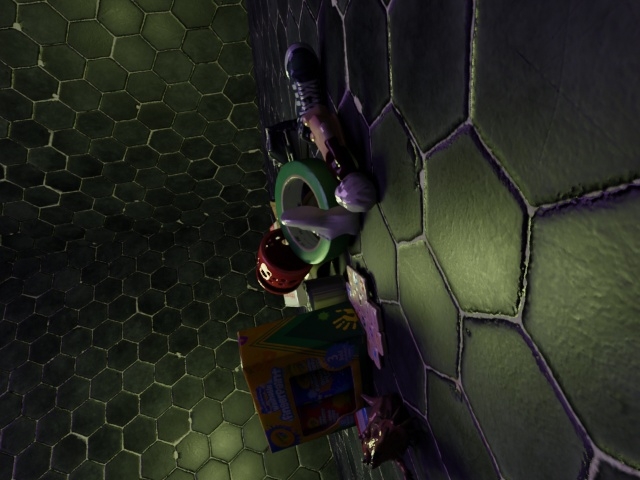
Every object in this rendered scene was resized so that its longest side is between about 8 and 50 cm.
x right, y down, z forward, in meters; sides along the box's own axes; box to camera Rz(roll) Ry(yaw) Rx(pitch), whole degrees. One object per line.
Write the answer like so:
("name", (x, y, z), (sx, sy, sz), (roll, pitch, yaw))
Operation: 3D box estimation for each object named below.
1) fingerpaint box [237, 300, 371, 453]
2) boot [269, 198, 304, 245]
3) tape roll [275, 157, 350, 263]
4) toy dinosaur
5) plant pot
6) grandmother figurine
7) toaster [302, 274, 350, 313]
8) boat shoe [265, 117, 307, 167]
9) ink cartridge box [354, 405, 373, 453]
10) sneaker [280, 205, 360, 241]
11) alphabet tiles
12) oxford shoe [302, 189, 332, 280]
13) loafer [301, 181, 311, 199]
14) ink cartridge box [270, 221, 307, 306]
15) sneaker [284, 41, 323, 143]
("fingerpaint box", (-0.036, 0.457, 1.374), (0.163, 0.370, 0.445), (-116, 15, -55))
("boot", (-0.100, -0.027, 1.621), (0.236, 0.089, 0.270), (20, 125, 62))
("tape roll", (-0.030, -0.091, 1.297), (0.321, 0.077, 0.321), (31, 129, 49))
("toy dinosaur", (0.166, 0.460, 1.052), (0.296, 0.127, 0.201), (-94, 4, -65))
("plant pot", (-0.126, 0.078, 1.455), (0.174, 0.191, 0.191), (115, 145, -52))
("grandmother figurine", (0.046, -0.201, 1.028), (0.208, 0.104, 0.342), (47, -165, -50))
("toaster", (0.023, 0.212, 1.464), (0.129, 0.146, 0.227), (-121, 21, -60))
("boat shoe", (-0.134, -0.322, 1.694), (0.127, 0.158, 0.341), (-114, 16, -51))
("ink cartridge box", (0.167, 0.577, 1.274), (0.231, 0.077, 0.134), (99, 158, -64))
("sneaker", (-0.001, -0.039, 1.122), (0.080, 0.212, 0.094), (-80, -13, -54))
("alphabet tiles", (0.131, 0.217, 1.222), (0.284, 0.021, 0.278), (-140, 37, -75))
("oxford shoe", (0.000, 0.000, 1.524), (0.146, 0.140, 0.397), (29, 133, 33))
("loafer", (-0.044, -0.177, 1.597), (0.078, 0.076, 0.223), (-138, 33, -59))
("ink cartridge box", (-0.099, 0.093, 1.910), (0.279, 0.160, 0.385), (156, 103, -72))
("sneaker", (-0.034, -0.403, 1.199), (0.282, 0.099, 0.153), (81, 177, -59))
